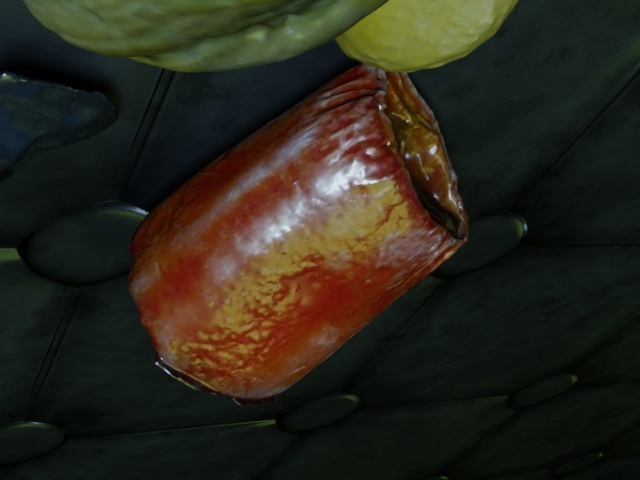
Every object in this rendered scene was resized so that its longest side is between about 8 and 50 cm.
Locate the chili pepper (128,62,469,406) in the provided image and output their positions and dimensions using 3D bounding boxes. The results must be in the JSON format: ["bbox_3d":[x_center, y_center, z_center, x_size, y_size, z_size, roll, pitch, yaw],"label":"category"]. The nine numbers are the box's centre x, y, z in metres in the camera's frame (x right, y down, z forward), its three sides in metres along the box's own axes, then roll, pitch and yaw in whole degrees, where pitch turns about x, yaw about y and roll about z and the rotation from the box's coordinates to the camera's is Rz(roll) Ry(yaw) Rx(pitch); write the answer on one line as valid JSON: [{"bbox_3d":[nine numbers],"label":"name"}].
[{"bbox_3d":[0.000,0.000,0.871,0.305,0.229,0.251,-32,131,22],"label":"chili pepper"}]

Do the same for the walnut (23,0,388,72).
[{"bbox_3d":[-0.060,-0.217,0.479,0.283,0.227,0.282,10,124,15],"label":"walnut"}]

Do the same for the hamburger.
[{"bbox_3d":[0.070,-0.200,0.683,0.162,0.115,0.162,-12,148,-8],"label":"hamburger"}]

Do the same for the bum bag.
[{"bbox_3d":[-0.312,-0.062,0.743,0.310,0.074,0.137,-25,160,11],"label":"bum bag"}]
